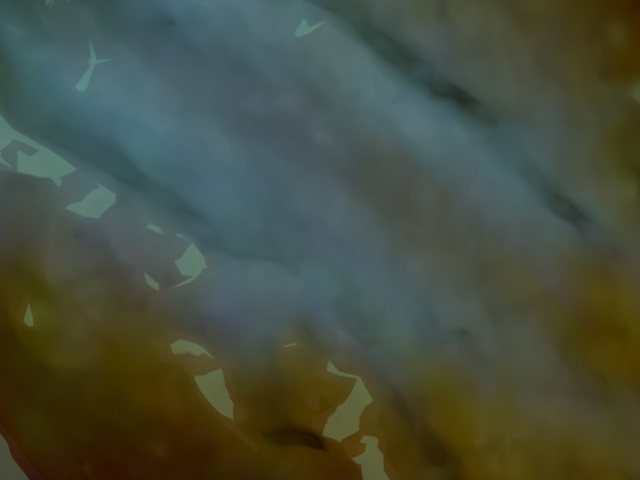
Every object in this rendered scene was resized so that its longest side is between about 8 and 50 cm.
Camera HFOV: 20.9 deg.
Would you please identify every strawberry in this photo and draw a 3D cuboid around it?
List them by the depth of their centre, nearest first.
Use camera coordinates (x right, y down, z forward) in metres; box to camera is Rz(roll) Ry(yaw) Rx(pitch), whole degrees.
[{"bbox_3d":[0.000,0.000,0.520,0.336,0.149,0.265,30,71,-9],"label":"strawberry"}]
